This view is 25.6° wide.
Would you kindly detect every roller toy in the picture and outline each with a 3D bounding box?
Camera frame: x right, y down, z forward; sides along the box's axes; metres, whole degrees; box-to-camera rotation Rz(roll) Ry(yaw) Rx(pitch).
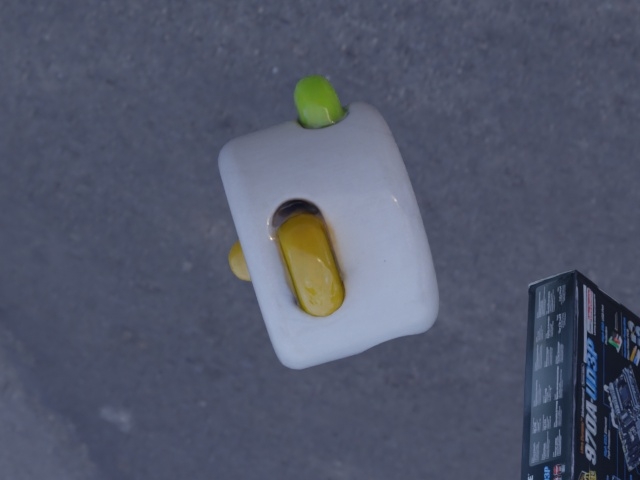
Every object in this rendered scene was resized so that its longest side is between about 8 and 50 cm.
[{"bbox_3d":[0.000,0.000,1.097,0.146,0.209,0.191,-17,142,-2],"label":"roller toy"}]

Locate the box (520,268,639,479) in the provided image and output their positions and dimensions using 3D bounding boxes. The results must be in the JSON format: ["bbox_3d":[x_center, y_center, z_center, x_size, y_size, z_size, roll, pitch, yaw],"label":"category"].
[{"bbox_3d":[0.232,0.157,1.118,0.051,0.220,0.175,-24,136,39],"label":"box"}]
